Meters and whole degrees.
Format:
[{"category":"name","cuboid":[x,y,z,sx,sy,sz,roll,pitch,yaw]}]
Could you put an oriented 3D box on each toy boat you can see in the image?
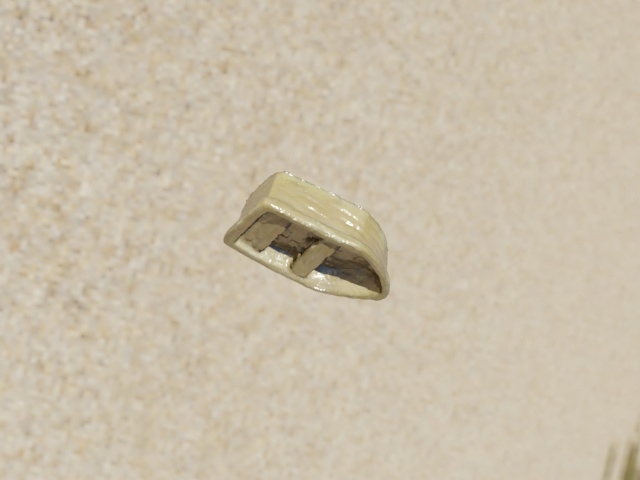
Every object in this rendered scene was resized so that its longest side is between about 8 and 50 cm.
[{"category":"toy boat","cuboid":[0.000,0.000,1.746,0.116,0.188,0.061,-40,-153,52]}]
